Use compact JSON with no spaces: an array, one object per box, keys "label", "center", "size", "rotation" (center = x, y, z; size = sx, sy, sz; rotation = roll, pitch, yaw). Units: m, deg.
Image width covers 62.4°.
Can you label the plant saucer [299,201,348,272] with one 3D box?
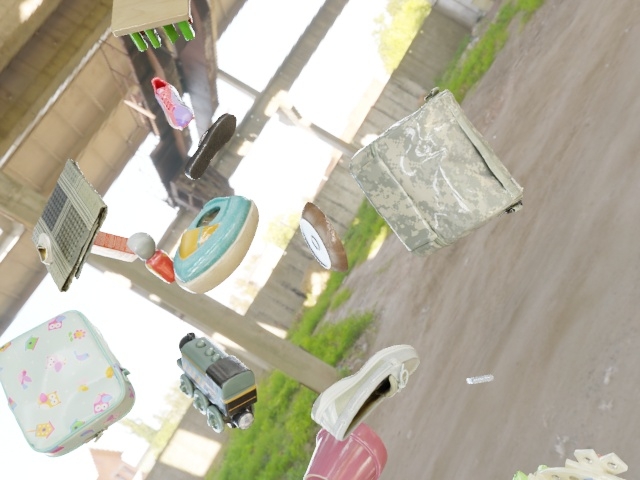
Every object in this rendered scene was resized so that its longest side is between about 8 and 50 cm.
[{"label":"plant saucer","center":[0.000,0.000,1.297],"size":[0.036,0.199,0.198],"rotation":[-29,-9,-16]}]

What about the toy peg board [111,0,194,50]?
[{"label":"toy peg board","center":[-0.340,-0.482,1.106],"size":[0.079,0.161,0.161],"rotation":[69,-168,-63]}]

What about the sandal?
[{"label":"sandal","center":[-0.367,-0.319,1.726],"size":[0.254,0.054,0.097],"rotation":[-54,-23,-7]}]

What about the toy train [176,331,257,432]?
[{"label":"toy train","center":[-0.293,0.383,1.468],"size":[0.142,0.334,0.190],"rotation":[-18,-61,-35]}]

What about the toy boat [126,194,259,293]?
[{"label":"toy boat","center":[-0.296,0.010,1.195],"size":[0.318,0.148,0.267],"rotation":[-18,36,31]}]

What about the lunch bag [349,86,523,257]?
[{"label":"lunch bag","center":[0.259,-0.143,1.152],"size":[0.212,0.305,0.256],"rotation":[-34,0,-40]}]

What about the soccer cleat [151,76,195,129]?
[{"label":"soccer cleat","center":[-0.457,-0.419,1.613],"size":[0.083,0.095,0.248],"rotation":[-39,45,3]}]

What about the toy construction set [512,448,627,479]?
[{"label":"toy construction set","center":[0.396,0.480,0.929],"size":[0.327,0.151,0.215],"rotation":[-22,-39,-37]}]

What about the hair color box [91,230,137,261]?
[{"label":"hair color box","center":[-0.650,0.016,1.638],"size":[0.093,0.167,0.053],"rotation":[-24,54,54]}]

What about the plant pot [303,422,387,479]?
[{"label":"plant pot","center":[0.054,0.606,1.412],"size":[0.180,0.201,0.201],"rotation":[-41,-14,-49]}]

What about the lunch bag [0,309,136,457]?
[{"label":"lunch bag","center":[-0.532,0.298,1.119],"size":[0.224,0.279,0.108],"rotation":[-31,-26,-22]}]

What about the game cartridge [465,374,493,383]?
[{"label":"game cartridge","center":[0.381,0.336,1.277],"size":[0.083,0.056,0.017],"rotation":[76,-179,-74]}]

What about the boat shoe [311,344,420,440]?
[{"label":"boat shoe","center":[0.127,0.350,1.233],"size":[0.320,0.103,0.118],"rotation":[-20,-50,-36]}]

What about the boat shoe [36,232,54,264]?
[{"label":"boat shoe","center":[-0.770,0.021,1.468],"size":[0.035,0.100,0.035],"rotation":[-26,-22,12]}]

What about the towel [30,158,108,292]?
[{"label":"towel","center":[-0.750,-0.046,1.587],"size":[0.056,0.324,0.312],"rotation":[16,-70,-50]}]
